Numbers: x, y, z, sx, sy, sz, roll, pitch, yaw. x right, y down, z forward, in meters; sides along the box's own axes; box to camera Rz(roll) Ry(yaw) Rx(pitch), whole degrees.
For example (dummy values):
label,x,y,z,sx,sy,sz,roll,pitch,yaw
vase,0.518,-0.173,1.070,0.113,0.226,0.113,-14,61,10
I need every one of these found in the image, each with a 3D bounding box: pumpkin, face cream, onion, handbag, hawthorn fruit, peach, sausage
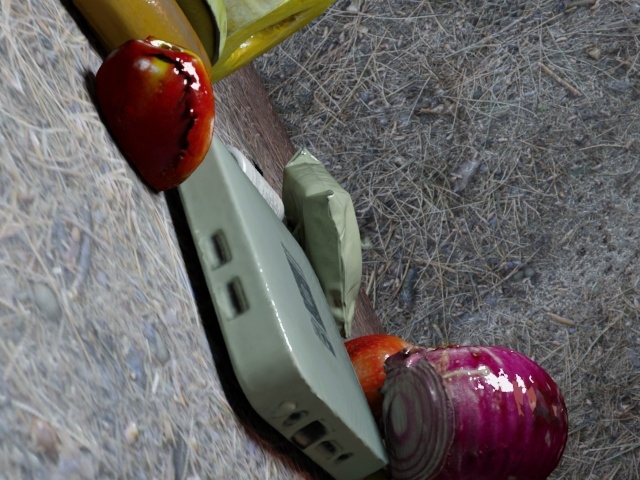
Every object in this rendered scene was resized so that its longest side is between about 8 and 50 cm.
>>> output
label,x,y,z,sx,sy,sz,roll,pitch,yaw
pumpkin,-0.141,-0.407,1.449,0.199,0.332,0.332,58,6,-7
face cream,-0.108,-0.059,1.322,0.082,0.082,0.269,66,4,20
onion,0.212,0.248,1.180,0.256,0.230,0.272,-17,83,-49
handbag,-0.001,0.003,1.456,0.316,0.109,0.253,-125,-147,-68
hawthorn fruit,0.089,0.216,1.340,0.169,0.188,0.169,61,-7,13
peach,-0.178,-0.134,0.966,0.092,0.127,0.172,-127,-146,-76
sausage,-0.238,-0.288,1.049,0.328,0.112,0.112,56,9,-43

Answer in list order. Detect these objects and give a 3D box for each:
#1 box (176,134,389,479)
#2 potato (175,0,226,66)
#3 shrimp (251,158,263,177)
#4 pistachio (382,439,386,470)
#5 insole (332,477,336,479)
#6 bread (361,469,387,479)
label,x,y,z,sx,sy,sz,roll,pitch,yaw
box,-0.051,0.096,1.107,0.367,0.090,0.373,54,11,-54
potato,-0.207,-0.346,1.150,0.271,0.160,0.111,55,40,-42
shrimp,-0.109,-0.077,1.567,0.219,0.046,0.152,54,12,-82
pistachio,0.174,0.399,1.617,0.144,0.144,0.215,-106,179,-62
insole,0.028,0.349,1.100,0.080,0.003,0.232,63,5,-7
bread,0.095,0.385,1.251,0.156,0.064,0.117,49,17,-57
